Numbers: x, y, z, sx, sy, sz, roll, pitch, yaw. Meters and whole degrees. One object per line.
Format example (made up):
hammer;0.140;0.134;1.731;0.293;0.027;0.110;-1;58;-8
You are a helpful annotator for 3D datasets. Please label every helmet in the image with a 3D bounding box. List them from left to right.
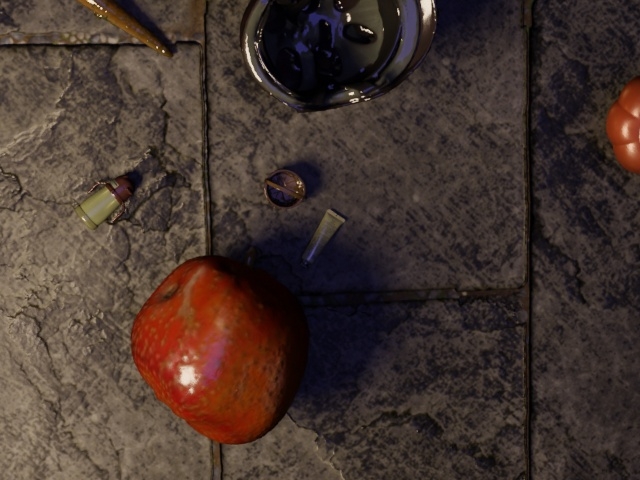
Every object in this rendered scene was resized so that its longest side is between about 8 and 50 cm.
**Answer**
helmet;0.014;-0.322;1.842;0.305;0.177;0.225;-17;105;-12

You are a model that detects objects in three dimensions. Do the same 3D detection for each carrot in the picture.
carrot;-0.332;-0.362;1.863;0.254;0.049;0.049;36;91;-14

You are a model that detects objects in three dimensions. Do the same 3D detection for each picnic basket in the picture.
picnic basket;-0.056;-0.080;1.908;0.072;0.083;0.072;-1;97;-8

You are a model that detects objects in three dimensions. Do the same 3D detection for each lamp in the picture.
lamp;0.557;-0.186;1.935;0.188;0.164;0.187;4;106;15

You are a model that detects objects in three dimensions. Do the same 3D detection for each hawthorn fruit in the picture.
hawthorn fruit;-0.149;0.150;1.841;0.275;0.275;0.299;22;82;-9

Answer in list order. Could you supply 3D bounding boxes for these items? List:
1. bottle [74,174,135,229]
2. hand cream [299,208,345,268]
bottle;-0.335;-0.062;1.898;0.101;0.047;0.063;-40;111;-5
hand cream;0.000;0.000;1.959;0.035;0.022;0.102;33;87;-9
